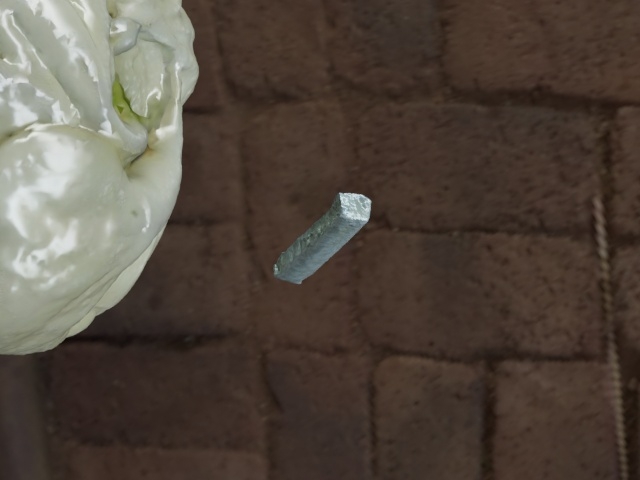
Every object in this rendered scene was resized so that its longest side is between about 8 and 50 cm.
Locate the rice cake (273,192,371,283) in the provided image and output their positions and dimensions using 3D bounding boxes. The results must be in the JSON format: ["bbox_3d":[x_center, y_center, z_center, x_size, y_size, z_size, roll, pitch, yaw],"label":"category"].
[{"bbox_3d":[0.000,0.000,0.994,0.121,0.022,0.022,135,145,-59],"label":"rice cake"}]

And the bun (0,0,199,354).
[{"bbox_3d":[-0.154,-0.068,0.798,0.160,0.259,0.259,3,104,37],"label":"bun"}]
